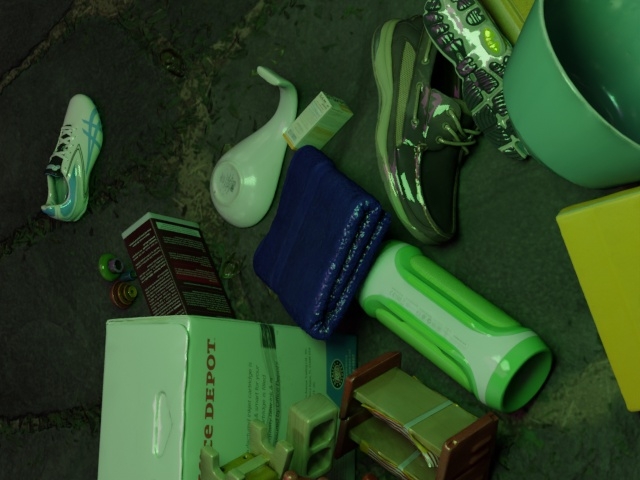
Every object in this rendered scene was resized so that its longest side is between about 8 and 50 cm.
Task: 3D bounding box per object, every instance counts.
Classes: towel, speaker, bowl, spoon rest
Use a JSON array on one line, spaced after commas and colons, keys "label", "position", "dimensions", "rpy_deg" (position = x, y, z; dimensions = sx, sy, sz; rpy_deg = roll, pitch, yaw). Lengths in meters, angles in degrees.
[{"label": "towel", "position": [0.000, 0.000, 1.957], "dimensions": [0.227, 0.076, 0.308], "rpy_deg": [-69, 23, 11]}, {"label": "speaker", "position": [0.181, 0.117, 1.850], "dimensions": [0.296, 0.131, 0.131], "rpy_deg": [37, 104, 34]}, {"label": "bowl", "position": [0.358, -0.190, 1.695], "dimensions": [0.163, 0.311, 0.311], "rpy_deg": [-42, 59, 45]}, {"label": "spoon rest", "position": [-0.103, -0.148, 2.139], "dimensions": [0.137, 0.084, 0.276], "rpy_deg": [40, 119, 34]}]

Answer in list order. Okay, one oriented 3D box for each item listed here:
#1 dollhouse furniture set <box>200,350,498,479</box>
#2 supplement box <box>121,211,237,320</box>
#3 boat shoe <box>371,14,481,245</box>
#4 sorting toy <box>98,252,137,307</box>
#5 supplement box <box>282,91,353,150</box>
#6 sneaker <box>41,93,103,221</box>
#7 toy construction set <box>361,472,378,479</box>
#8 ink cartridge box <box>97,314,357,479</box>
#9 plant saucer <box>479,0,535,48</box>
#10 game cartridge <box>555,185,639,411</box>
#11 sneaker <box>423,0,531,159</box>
[{"label": "dollhouse furniture set", "position": [0.041, 0.312, 1.755], "dimensions": [0.201, 0.374, 0.152], "rpy_deg": [33, 131, 36]}, {"label": "supplement box", "position": [-0.225, 0.078, 2.147], "dimensions": [0.073, 0.130, 0.239], "rpy_deg": [-37, 62, 25]}, {"label": "boat shoe", "position": [0.161, -0.172, 1.909], "dimensions": [0.130, 0.132, 0.355], "rpy_deg": [-16, 75, 33]}, {"label": "sorting toy", "position": [-0.343, 0.066, 2.277], "dimensions": [0.042, 0.061, 0.102], "rpy_deg": [-15, 97, 33]}, {"label": "supplement box", "position": [-0.004, -0.184, 2.071], "dimensions": [0.098, 0.062, 0.036], "rpy_deg": [-46, 58, 21]}, {"label": "sneaker", "position": [-0.454, -0.153, 2.376], "dimensions": [0.085, 0.086, 0.237], "rpy_deg": [3, 83, 38]}, {"label": "toy construction set", "position": [0.077, 0.520, 1.829], "dimensions": [0.237, 0.257, 0.309], "rpy_deg": [-59, 35, 28]}, {"label": "ink cartridge box", "position": [-0.124, 0.263, 1.879], "dimensions": [0.166, 0.395, 0.285], "rpy_deg": [-5, 80, 36]}, {"label": "plant saucer", "position": [0.337, -0.442, 1.856], "dimensions": [0.333, 0.081, 0.333], "rpy_deg": [-40, 62, 23]}, {"label": "game cartridge", "position": [0.489, 0.051, 1.623], "dimensions": [0.324, 0.053, 0.285], "rpy_deg": [-17, 99, 31]}, {"label": "sneaker", "position": [0.250, -0.247, 1.871], "dimensions": [0.107, 0.110, 0.275], "rpy_deg": [-28, 88, 22]}]
